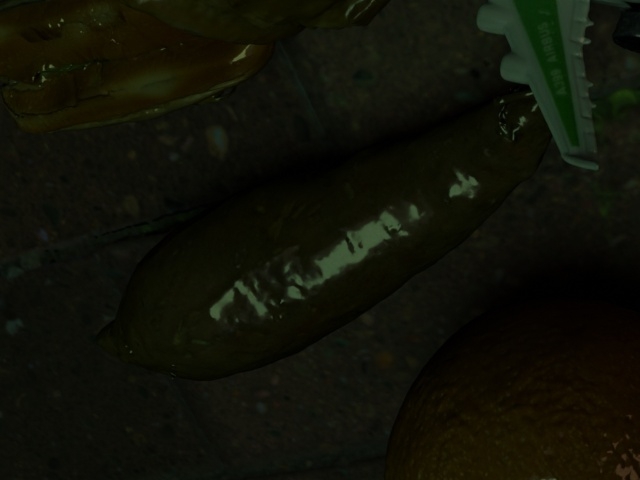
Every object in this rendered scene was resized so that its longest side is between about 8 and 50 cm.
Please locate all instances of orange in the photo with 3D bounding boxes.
[{"bbox_3d":[0.166,0.164,0.896,0.264,0.264,0.264,11,126,16],"label":"orange"}]

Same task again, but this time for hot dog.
[{"bbox_3d":[-0.133,-0.137,0.921,0.269,0.072,0.109,-6,121,28],"label":"hot dog"}]

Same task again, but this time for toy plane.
[{"bbox_3d":[0.147,-0.166,0.754,0.255,0.101,0.251,14,88,33],"label":"toy plane"}]

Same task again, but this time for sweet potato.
[{"bbox_3d":[0.005,0.000,0.920,0.422,0.130,0.130,-27,109,33],"label":"sweet potato"}]

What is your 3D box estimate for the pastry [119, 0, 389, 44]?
[{"bbox_3d":[-0.041,-0.214,0.684,0.132,0.235,0.240,-41,73,40],"label":"pastry"}]
